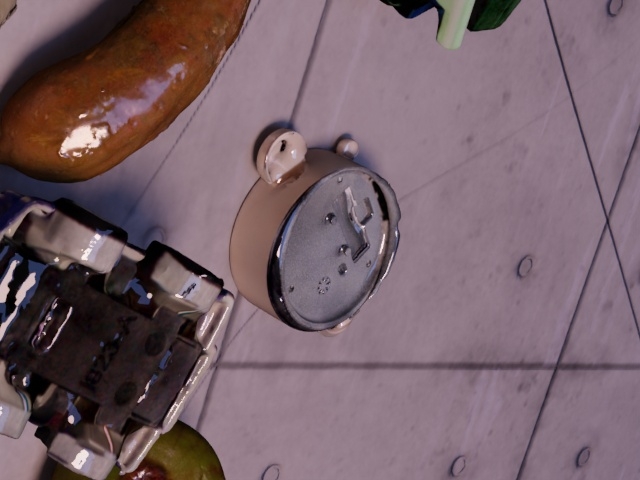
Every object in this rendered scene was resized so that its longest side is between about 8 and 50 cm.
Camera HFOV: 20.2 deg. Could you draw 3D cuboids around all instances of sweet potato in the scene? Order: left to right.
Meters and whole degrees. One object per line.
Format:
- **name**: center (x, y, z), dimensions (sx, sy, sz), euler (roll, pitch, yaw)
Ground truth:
- **sweet potato**: center (-0.118, -0.142, 1.325), dimensions (0.292, 0.097, 0.097), euler (-45, 136, -19)

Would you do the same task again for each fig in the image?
- **fig**: center (-0.156, 0.250, 1.509), dimensions (0.151, 0.151, 0.259), euler (-38, 161, -25)

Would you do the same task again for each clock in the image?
- **clock**: center (0.000, 0.000, 1.547), dimensions (0.155, 0.063, 0.229), euler (-38, 135, -24)

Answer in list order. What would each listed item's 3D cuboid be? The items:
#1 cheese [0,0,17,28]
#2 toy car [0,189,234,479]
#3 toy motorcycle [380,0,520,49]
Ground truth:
- **cheese**: center (-0.245, -0.310, 1.126), dimensions (0.085, 0.034, 0.400), euler (-57, 148, -53)
- **toy car**: center (-0.196, 0.054, 1.303), dimensions (0.235, 0.158, 0.172), euler (34, 85, -47)
- **toy motorcycle**: center (0.154, -0.305, 1.395), dimensions (0.196, 0.125, 0.331), euler (-18, 151, -45)
